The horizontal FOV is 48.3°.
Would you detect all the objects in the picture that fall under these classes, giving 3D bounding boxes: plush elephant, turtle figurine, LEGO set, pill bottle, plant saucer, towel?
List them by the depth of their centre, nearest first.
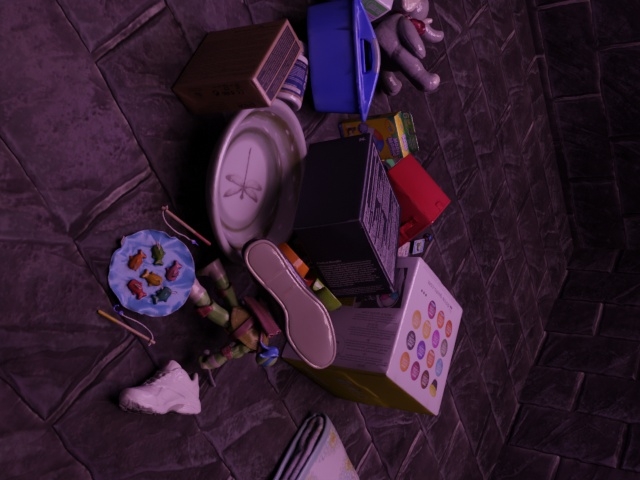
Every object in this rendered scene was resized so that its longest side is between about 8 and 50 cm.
[{"bbox_3d":[-0.228,0.193,1.641,0.198,0.274,0.266,-37,100,-15],"label":"turtle figurine"},{"bbox_3d":[-0.167,-0.140,1.685,0.400,0.100,0.401,-33,128,-55],"label":"plant saucer"},{"bbox_3d":[-0.079,-0.425,1.835,0.094,0.094,0.169,30,67,-52],"label":"pill bottle"},{"bbox_3d":[0.000,0.000,1.958,0.287,0.107,0.132,-57,135,-37],"label":"LEGO set"},{"bbox_3d":[-0.030,0.715,1.969,0.374,0.090,0.321,-53,135,-40],"label":"towel"},{"bbox_3d":[0.259,-0.633,2.168,0.255,0.272,0.330,-46,106,-13],"label":"plush elephant"},{"bbox_3d":[0.326,-0.043,2.508,0.244,0.060,0.183,-10,112,-54],"label":"LEGO set"}]

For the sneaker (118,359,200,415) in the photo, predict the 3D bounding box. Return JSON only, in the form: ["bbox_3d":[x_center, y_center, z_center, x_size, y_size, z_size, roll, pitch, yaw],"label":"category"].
[{"bbox_3d":[-0.340,0.310,1.511,0.232,0.090,0.115,27,63,-62],"label":"sneaker"}]

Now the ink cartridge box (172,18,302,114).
[{"bbox_3d":[-0.181,-0.379,1.567,0.088,0.234,0.193,55,50,-41],"label":"ink cartridge box"}]

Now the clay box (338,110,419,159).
[{"bbox_3d":[0.170,-0.301,2.087,0.053,0.222,0.127,-39,120,-48],"label":"clay box"}]

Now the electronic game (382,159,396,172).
[{"bbox_3d":[0.195,-0.174,2.287,0.229,0.048,0.229,-2,93,-56],"label":"electronic game"}]

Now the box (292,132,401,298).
[{"bbox_3d":[0.077,-0.060,1.810,0.294,0.182,0.296,63,28,-45],"label":"box"}]

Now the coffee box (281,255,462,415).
[{"bbox_3d":[0.154,0.260,1.990,0.337,0.338,0.334,45,56,-46],"label":"coffee box"}]

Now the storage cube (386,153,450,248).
[{"bbox_3d":[0.231,-0.108,2.081,0.193,0.183,0.215,50,36,0],"label":"storage cube"}]

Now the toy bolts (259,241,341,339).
[{"bbox_3d":[-0.089,0.121,1.749,0.158,0.228,0.218,-43,108,-3],"label":"toy bolts"}]

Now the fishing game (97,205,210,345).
[{"bbox_3d":[-0.342,0.065,1.472,0.189,0.041,0.264,41,65,-23],"label":"fishing game"}]

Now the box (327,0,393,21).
[{"bbox_3d":[0.085,-0.774,1.971,0.262,0.126,0.231,27,68,-30],"label":"box"}]

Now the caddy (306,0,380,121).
[{"bbox_3d":[0.070,-0.487,1.910,0.241,0.179,0.341,-57,143,-79],"label":"caddy"}]

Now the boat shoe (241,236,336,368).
[{"bbox_3d":[-0.068,0.135,1.615,0.112,0.095,0.335,-32,101,-6],"label":"boat shoe"}]
